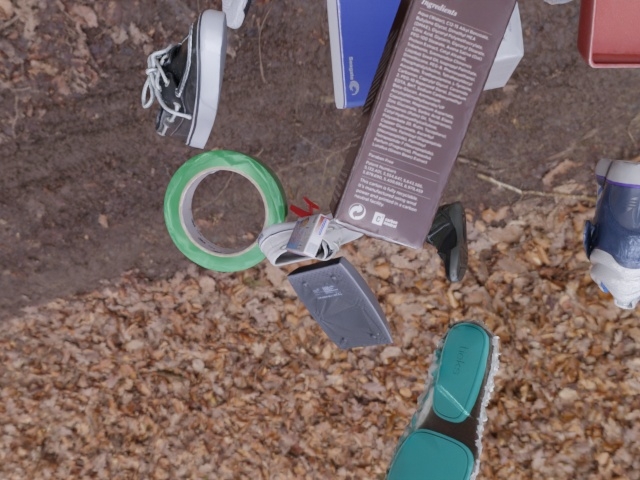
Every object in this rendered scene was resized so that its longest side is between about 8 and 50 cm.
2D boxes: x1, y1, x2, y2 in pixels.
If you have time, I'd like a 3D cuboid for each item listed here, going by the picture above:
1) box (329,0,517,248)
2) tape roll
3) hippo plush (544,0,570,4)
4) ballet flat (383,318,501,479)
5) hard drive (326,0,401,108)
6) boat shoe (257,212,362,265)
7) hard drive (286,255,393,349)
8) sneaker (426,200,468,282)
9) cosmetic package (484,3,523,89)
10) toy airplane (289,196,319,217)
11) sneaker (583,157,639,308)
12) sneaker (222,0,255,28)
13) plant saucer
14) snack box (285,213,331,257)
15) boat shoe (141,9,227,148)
[{"bbox_3d":[0.137,-0.196,0.703,0.143,0.191,0.382,17,100,-4],"label":"box"},{"bbox_3d":[-0.250,-0.080,1.265,0.321,0.077,0.321,1,100,5],"label":"tape roll"},{"bbox_3d":[0.395,-0.538,0.771,0.236,0.234,0.294,38,173,8],"label":"hippo plush"},{"bbox_3d":[0.233,0.343,0.851,0.147,0.409,0.147,25,163,8],"label":"ballet flat"},{"bbox_3d":[0.167,-0.399,0.970,0.318,0.040,0.210,-16,112,-26],"label":"hard drive"},{"bbox_3d":[0.000,0.000,1.032,0.267,0.088,0.096,-7,139,-31],"label":"boat shoe"},{"bbox_3d":[0.052,0.149,1.111,0.172,0.054,0.255,-16,119,34],"label":"hard drive"},{"bbox_3d":[0.310,0.010,1.220,0.130,0.228,0.087,-11,149,28],"label":"sneaker"},{"bbox_3d":[0.348,-0.392,0.970,0.085,0.231,0.117,-7,93,15],"label":"cosmetic package"},{"bbox_3d":[-0.029,-0.082,1.461,0.151,0.151,0.028,31,117,-28],"label":"toy airplane"},{"bbox_3d":[0.511,-0.013,0.787,0.130,0.322,0.236,11,105,29],"label":"sneaker"},{"bbox_3d":[-0.163,-0.683,1.273,0.101,0.269,0.153,17,-177,43],"label":"sneaker"},{"bbox_3d":[0.463,-0.381,0.675,0.259,0.047,0.259,-9,106,-23],"label":"plant saucer"},{"bbox_3d":[-0.025,-0.008,0.779,0.022,0.064,0.178,24,175,-12],"label":"snack box"},{"bbox_3d":[-0.203,-0.230,0.694,0.104,0.113,0.306,8,170,-18],"label":"boat shoe"}]
